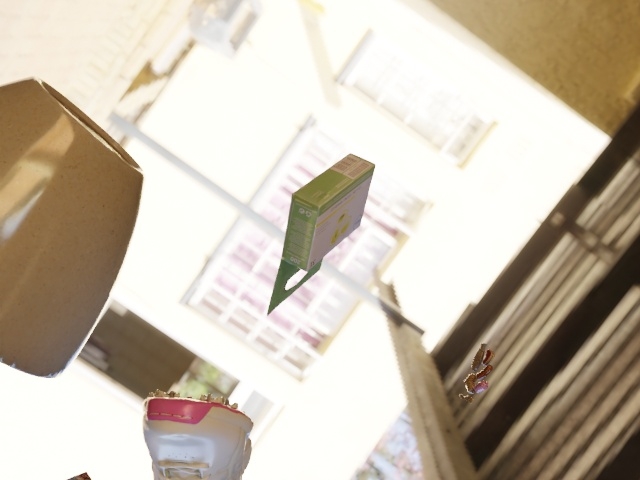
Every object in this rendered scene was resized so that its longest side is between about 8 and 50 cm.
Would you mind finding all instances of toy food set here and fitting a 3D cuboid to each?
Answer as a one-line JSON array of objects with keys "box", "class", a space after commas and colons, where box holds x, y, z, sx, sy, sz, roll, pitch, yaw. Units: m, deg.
[{"box": [0.326, 0.272, 2.209, 0.122, 0.019, 0.078, -65, -160, -3], "class": "toy food set"}]

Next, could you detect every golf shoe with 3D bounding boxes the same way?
[{"box": [-0.132, 0.252, 1.175, 0.306, 0.115, 0.140, 80, 16, -66], "class": "golf shoe"}]

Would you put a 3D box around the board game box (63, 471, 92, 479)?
[{"box": [-0.385, 0.412, 1.697, 0.090, 0.090, 0.020, -17, 138, -36], "class": "board game box"}]

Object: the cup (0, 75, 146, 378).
[{"box": [-0.336, -0.042, 1.224, 0.237, 0.331, 0.331, -47, -172, 1], "class": "cup"}]

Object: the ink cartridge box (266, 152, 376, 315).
[{"box": [0.000, 0.000, 1.667, 0.171, 0.056, 0.235, -39, 149, -49], "class": "ink cartridge box"}]
